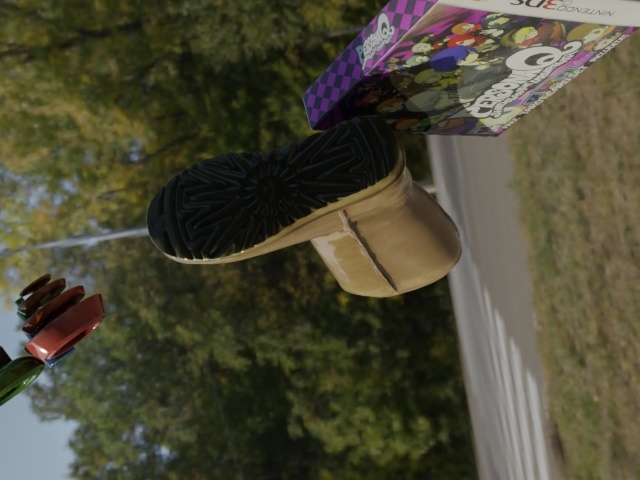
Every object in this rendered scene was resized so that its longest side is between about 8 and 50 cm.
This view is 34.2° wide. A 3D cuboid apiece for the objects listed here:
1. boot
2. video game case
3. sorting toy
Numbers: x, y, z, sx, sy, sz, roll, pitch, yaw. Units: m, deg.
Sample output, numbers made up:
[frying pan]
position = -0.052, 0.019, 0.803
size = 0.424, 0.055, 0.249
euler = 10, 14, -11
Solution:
[boot]
position = 0.000, 0.000, 0.958
size = 0.269, 0.236, 0.089
euler = 50, -153, -66
[video game case]
position = 0.129, -0.155, 0.853
size = 0.232, 0.210, 0.041
euler = -38, 58, 53
[sorting toy]
position = -0.161, 0.052, 0.559
size = 0.042, 0.102, 0.061
euler = 52, -170, 3
